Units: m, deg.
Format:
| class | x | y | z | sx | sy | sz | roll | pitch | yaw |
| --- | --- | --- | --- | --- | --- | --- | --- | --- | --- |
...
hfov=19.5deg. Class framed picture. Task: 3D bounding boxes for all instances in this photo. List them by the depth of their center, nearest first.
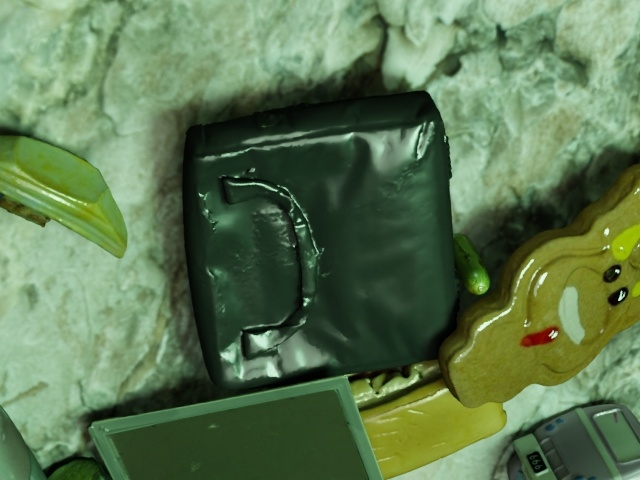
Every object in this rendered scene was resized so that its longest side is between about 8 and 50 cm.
| class | x | y | z | sx | sy | sz | roll | pitch | yaw |
| --- | --- | --- | --- | --- | --- | --- | --- | --- | --- |
| framed picture | -0.070 | 0.219 | 1.758 | 0.252 | 0.014 | 0.197 | -12 | 126 | 11 |

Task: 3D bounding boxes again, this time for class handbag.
| class | x | y | z | sx | sy | sz | roll | pitch | yaw |
| --- | --- | --- | --- | --- | --- | --- | --- | --- | --- |
| handbag | 0.000 | 0.000 | 1.665 | 0.244 | 0.088 | 0.275 | -10 | 123 | -7 |

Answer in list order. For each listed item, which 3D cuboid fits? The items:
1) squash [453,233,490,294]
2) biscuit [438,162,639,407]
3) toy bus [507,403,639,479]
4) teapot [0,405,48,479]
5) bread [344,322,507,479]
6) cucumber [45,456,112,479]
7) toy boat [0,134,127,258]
| class | x | y | z | sx | sy | sz | roll | pitch | yaw |
| --- | --- | --- | --- | --- | --- | --- | --- | --- | --- |
| squash | 0.137 | 0.024 | 1.715 | 0.027 | 0.083 | 0.027 | -7 | 120 | -12 |
| biscuit | 0.237 | 0.053 | 1.728 | 0.295 | 0.044 | 0.186 | -38 | 133 | -12 |
| toy bus | 0.284 | 0.282 | 1.863 | 0.142 | 0.142 | 0.202 | -22 | 121 | -3 |
| teapot | -0.360 | 0.312 | 1.677 | 0.315 | 0.233 | 0.312 | -7 | 130 | 22 |
| bread | 0.075 | 0.164 | 1.785 | 0.200 | 0.077 | 0.116 | -22 | 129 | -3 |
| cucumber | -0.189 | 0.298 | 1.787 | 0.062 | 0.078 | 0.211 | -46 | 127 | -23 |
| toy boat | -0.232 | -0.040 | 1.593 | 0.172 | 0.065 | 0.066 | 28 | 130 | -26 |
